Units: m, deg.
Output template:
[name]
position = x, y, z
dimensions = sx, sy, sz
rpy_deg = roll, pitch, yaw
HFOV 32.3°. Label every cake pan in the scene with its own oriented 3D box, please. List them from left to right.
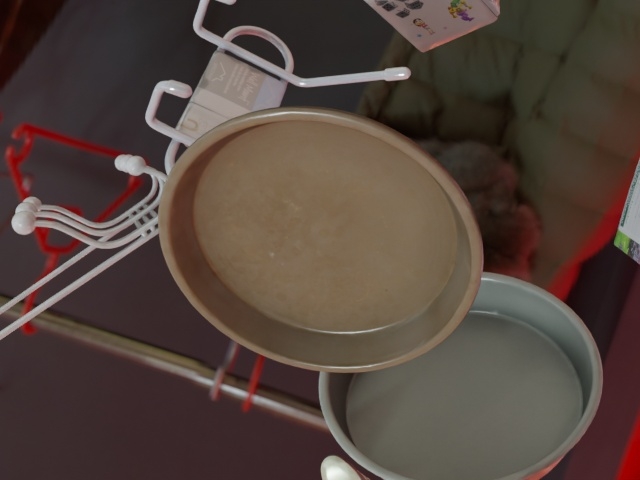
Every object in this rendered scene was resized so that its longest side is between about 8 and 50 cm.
[cake pan]
position = 0.146, 0.154, 1.166
dimensions = 0.293, 0.293, 0.054
rpy_deg = 20, 142, 30

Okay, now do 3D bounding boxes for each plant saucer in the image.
[plant saucer]
position = 0.000, 0.000, 0.940
dimensions = 0.278, 0.277, 0.041
rpy_deg = 19, -141, -2

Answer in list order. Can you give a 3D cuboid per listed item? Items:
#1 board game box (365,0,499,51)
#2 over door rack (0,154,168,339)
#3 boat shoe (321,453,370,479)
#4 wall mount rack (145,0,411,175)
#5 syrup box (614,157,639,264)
[board game box]
position = 0.049, -0.355, 1.035
dimensions = 0.098, 0.224, 0.303
rpy_deg = -19, 144, 34
[over door rack]
position = -0.287, 0.034, 1.085
dimensions = 0.108, 0.324, 0.239
rpy_deg = 45, 175, -12
[boat shoe]
position = 0.050, 0.325, 1.422
dimensions = 0.137, 0.049, 0.043
rpy_deg = 50, -158, -8
[wall mount rack]
position = -0.057, -0.187, 1.486
dimensions = 0.304, 0.350, 0.130
rpy_deg = 24, 140, -8
[syrup box]
position = 0.326, -0.013, 0.937
dimensions = 0.096, 0.093, 0.237
rpy_deg = 14, -171, 4
